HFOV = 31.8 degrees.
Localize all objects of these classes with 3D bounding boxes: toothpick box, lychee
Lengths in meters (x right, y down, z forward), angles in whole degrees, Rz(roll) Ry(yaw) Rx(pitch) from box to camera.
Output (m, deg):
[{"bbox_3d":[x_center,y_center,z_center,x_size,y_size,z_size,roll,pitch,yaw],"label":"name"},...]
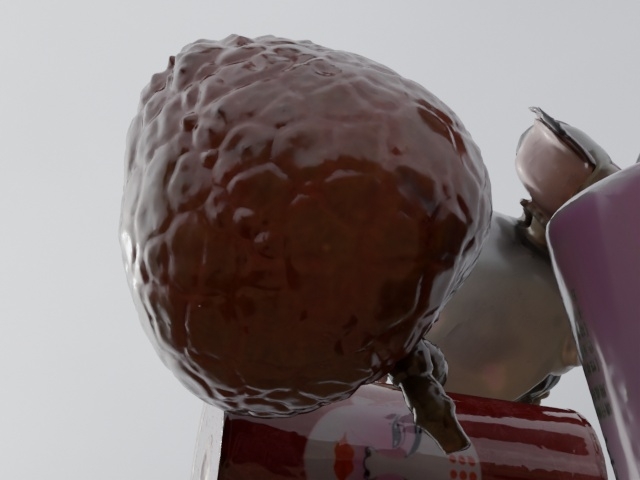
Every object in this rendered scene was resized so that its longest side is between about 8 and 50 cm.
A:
[{"bbox_3d":[0.059,0.227,0.996,0.334,0.204,0.204,9,-55,-10],"label":"toothpick box"},{"bbox_3d":[0.000,0.000,0.708,0.300,0.255,0.255,39,-61,7],"label":"lychee"}]

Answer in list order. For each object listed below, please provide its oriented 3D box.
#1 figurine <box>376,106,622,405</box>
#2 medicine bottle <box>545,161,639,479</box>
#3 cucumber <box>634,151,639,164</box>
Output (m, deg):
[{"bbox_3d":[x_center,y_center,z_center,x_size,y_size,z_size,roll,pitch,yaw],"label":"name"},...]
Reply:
[{"bbox_3d":[0.206,0.030,1.265,0.211,0.253,0.361,22,-67,-31],"label":"figurine"},{"bbox_3d":[0.242,0.100,0.592,0.178,0.290,0.178,-14,-14,-4],"label":"medicine bottle"},{"bbox_3d":[0.399,-0.094,1.328,0.048,0.048,0.105,16,-80,-18],"label":"cucumber"}]
